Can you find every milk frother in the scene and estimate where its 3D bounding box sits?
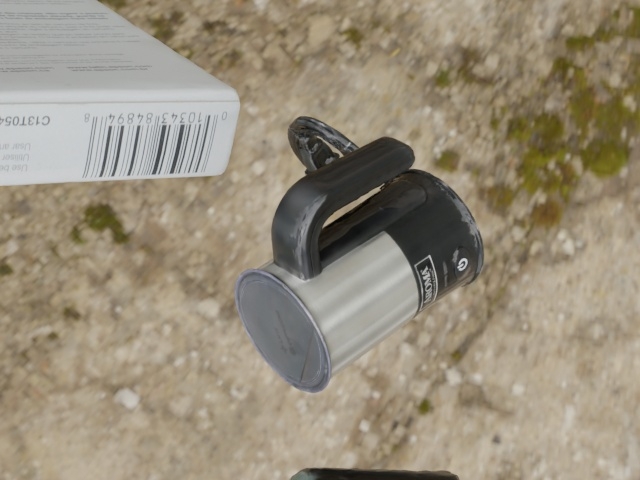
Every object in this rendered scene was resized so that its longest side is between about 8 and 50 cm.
[{"bbox_3d":[0.000,0.000,0.868,0.143,0.135,0.129,10,125,52],"label":"milk frother"}]

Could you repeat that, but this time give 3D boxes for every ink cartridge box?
[{"bbox_3d":[-0.275,-0.123,0.918,0.330,0.324,0.071,35,121,44],"label":"ink cartridge box"}]

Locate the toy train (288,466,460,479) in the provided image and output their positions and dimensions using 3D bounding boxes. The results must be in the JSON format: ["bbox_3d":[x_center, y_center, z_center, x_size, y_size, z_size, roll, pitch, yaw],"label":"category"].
[{"bbox_3d":[0.113,0.218,0.742,0.334,0.190,0.142,5,147,-19],"label":"toy train"}]
